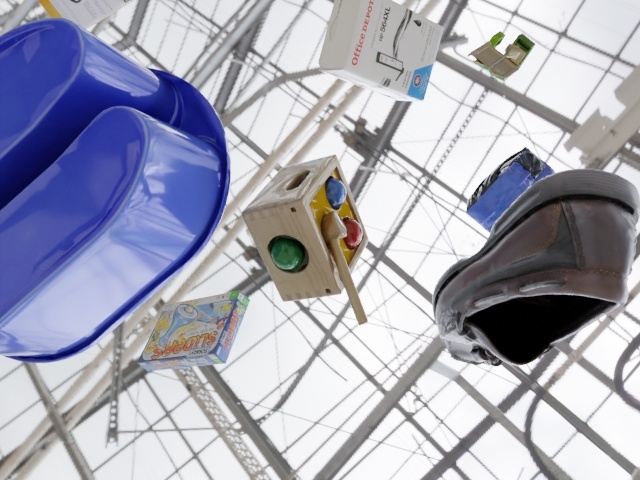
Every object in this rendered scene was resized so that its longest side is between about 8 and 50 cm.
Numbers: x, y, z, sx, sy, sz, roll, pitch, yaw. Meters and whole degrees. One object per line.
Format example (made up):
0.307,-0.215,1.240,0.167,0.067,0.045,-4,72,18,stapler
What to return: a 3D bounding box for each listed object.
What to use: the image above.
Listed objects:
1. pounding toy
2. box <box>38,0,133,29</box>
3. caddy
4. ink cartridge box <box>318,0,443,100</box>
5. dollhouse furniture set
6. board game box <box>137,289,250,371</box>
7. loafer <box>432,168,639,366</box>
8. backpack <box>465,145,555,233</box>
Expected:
0.000,0.000,0.594,0.100,0.130,0.141,-11,-154,27,pounding toy
-0.306,-0.341,0.767,0.136,0.081,0.028,-33,-130,-3,box
-0.250,-0.036,0.553,0.341,0.179,0.241,-39,-108,5,caddy
0.114,-0.358,1.067,0.086,0.203,0.148,25,-77,53,ink cartridge box
0.302,-0.301,0.974,0.076,0.059,0.151,44,-126,11,dollhouse furniture set
-0.235,0.169,1.061,0.201,0.035,0.136,-13,-138,32,board game box
0.163,0.061,0.491,0.109,0.303,0.095,10,-120,-1,loafer
0.268,-0.059,0.793,0.101,0.120,0.098,43,-44,14,backpack
